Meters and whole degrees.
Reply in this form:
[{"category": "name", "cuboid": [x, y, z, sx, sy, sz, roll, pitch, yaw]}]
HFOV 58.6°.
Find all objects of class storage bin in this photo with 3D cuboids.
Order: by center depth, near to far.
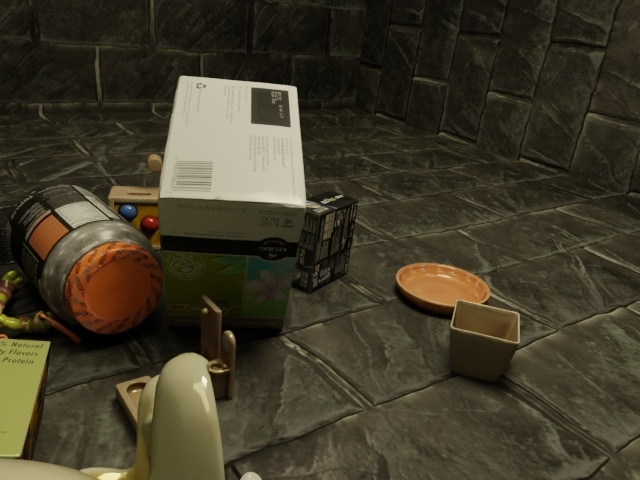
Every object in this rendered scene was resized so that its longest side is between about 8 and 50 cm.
[{"category": "storage bin", "cuboid": [-0.624, -0.022, 1.233, 0.180, 0.084, 0.122, -13, 30, -41]}]

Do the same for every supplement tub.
[{"category": "supplement tub", "cuboid": [-0.419, 0.029, 1.014, 0.194, 0.193, 0.316, -12, 28, -38]}]

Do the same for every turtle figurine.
[{"category": "turtle figurine", "cuboid": [-0.538, 0.110, 0.934, 0.270, 0.087, 0.217, 20, 10, -30]}]

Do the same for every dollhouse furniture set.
[{"category": "dollhouse furniture set", "cuboid": [-0.203, 0.176, 0.808, 0.151, 0.123, 0.144, -10, 27, -35]}]

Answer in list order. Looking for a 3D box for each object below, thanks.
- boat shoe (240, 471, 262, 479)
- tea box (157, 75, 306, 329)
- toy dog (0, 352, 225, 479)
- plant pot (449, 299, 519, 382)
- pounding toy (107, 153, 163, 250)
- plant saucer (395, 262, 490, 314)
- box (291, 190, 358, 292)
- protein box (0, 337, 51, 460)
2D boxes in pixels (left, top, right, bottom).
[{"category": "boat shoe", "cuboid": [-0.078, 0.301, 0.656, 0.035, 0.035, 0.100, 3, 23, -7]}, {"category": "tea box", "cuboid": [-0.157, -0.062, 1.021, 0.220, 0.323, 0.328, 3, 46, -8]}, {"category": "toy dog", "cuboid": [-0.281, 0.262, 0.366, 0.408, 0.395, 0.285, -2, -7, -20]}, {"category": "plant pot", "cuboid": [0.274, 0.177, 0.973, 0.109, 0.096, 0.109, 12, 23, 15]}, {"category": "pounding toy", "cuboid": [-0.380, -0.084, 1.286, 0.181, 0.205, 0.094, 1, 23, -14]}, {"category": "plant saucer", "cuboid": [0.259, 0.106, 1.221, 0.200, 0.037, 0.200, 5, 23, -2]}, {"category": "box", "cuboid": [0.000, 0.000, 1.218, 0.078, 0.180, 0.147, 22, 28, 30]}, {"category": "protein box", "cuboid": [-0.418, 0.212, 0.614, 0.200, 0.135, 0.201, 8, 21, -20]}]
